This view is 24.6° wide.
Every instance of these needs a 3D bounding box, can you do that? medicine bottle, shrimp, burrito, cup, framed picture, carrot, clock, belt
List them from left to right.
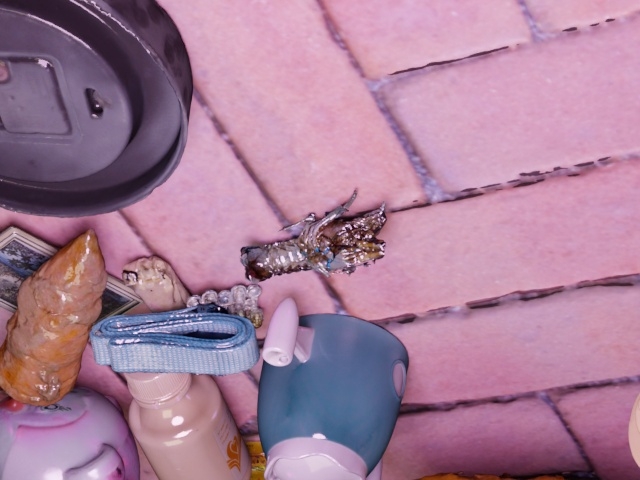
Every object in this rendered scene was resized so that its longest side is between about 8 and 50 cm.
[{"bbox_3d":[-0.276,-0.148,1.345,0.325,0.067,0.325,7,141,6],"label":"clock"},{"bbox_3d":[-0.303,0.054,1.619,0.183,0.011,0.142,31,136,-32],"label":"framed picture"},{"bbox_3d":[-0.278,0.074,1.572,0.102,0.102,0.263,21,135,-11],"label":"carrot"},{"bbox_3d":[-0.158,0.077,1.607,0.051,0.042,0.171,-13,132,20],"label":"burrito"},{"bbox_3d":[-0.153,0.097,1.561,0.179,0.100,0.065,0,130,3],"label":"belt"},{"bbox_3d":[-0.163,0.210,1.709,0.114,0.114,0.252,-2,139,16],"label":"medicine bottle"},{"bbox_3d":[0.001,-0.001,1.472,0.174,0.076,0.082,-13,94,33],"label":"shrimp"},{"bbox_3d":[0.007,0.194,1.602,0.168,0.173,0.299,-9,136,21],"label":"cup"}]

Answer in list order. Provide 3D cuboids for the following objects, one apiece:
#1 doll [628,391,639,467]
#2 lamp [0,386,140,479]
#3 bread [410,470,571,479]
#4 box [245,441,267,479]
[{"bbox_3d":[0.465,0.211,1.556,0.271,0.144,0.208,8,161,9],"label":"doll"},{"bbox_3d":[-0.344,0.306,1.691,0.301,0.247,0.247,-28,101,-3],"label":"lamp"},{"bbox_3d":[0.246,0.365,1.645,0.358,0.204,0.337,-5,168,39],"label":"bread"},{"bbox_3d":[-0.096,0.286,1.854,0.156,0.022,0.089,-1,139,16],"label":"box"}]
